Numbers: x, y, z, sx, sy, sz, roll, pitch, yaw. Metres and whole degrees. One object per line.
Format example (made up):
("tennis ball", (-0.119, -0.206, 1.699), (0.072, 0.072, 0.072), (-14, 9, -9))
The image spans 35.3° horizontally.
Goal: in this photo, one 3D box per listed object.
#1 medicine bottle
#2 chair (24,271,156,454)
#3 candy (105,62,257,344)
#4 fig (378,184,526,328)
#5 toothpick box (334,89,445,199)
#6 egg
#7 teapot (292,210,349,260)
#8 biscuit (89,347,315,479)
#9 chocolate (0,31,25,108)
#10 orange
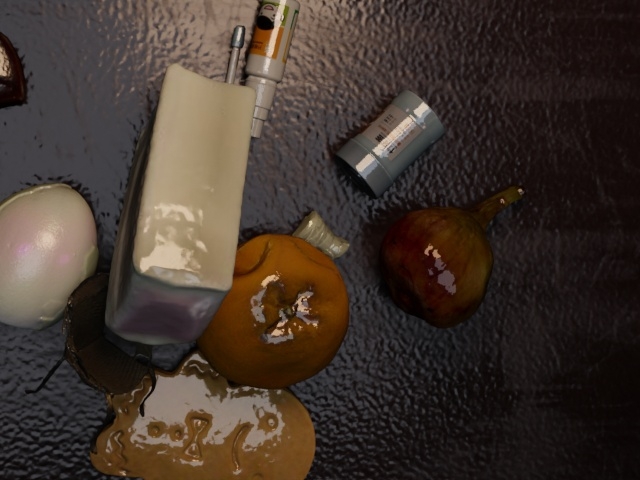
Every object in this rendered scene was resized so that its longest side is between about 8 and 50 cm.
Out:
("medicine bottle", (-0.100, -0.273, 1.569), (0.092, 0.061, 0.220), (14, 93, 12))
("chair", (-0.318, 0.166, 1.461), (0.149, 0.174, 0.213), (31, 120, 15))
("candy", (-0.197, -0.049, 1.427), (0.145, 0.208, 0.358), (14, 61, -17))
("fig", (0.220, 0.023, 1.624), (0.290, 0.191, 0.190), (-26, 102, -44))
("toothpick box", (0.109, -0.152, 1.595), (0.153, 0.101, 0.101), (-44, 101, -6))
("egg", (-0.416, 0.017, 1.467), (0.183, 0.183, 0.217), (21, 89, -12))
("teapot", (0.000, 0.000, 1.614), (0.083, 0.057, 0.067), (37, 123, -15))
("biscuit", (-0.180, 0.313, 1.607), (0.355, 0.052, 0.275), (17, 92, -11))
("chocolate", (-0.498, -0.236, 1.480), (0.125, 0.080, 0.148), (38, 86, -11))
("orange", (-0.070, 0.116, 1.536), (0.249, 0.183, 0.249), (-1, 95, -16))
